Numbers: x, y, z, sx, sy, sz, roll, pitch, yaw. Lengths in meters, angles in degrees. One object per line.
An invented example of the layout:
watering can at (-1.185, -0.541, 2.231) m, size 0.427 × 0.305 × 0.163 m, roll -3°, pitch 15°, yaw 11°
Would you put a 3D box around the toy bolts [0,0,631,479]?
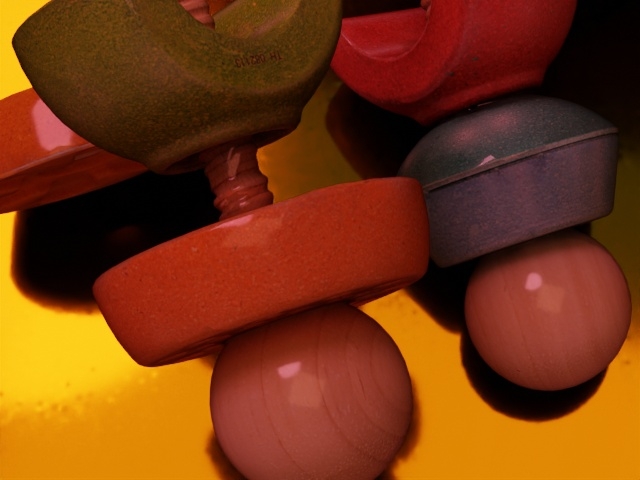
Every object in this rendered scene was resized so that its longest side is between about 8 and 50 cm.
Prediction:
toy bolts at (0.000, 0.000, 0.570) m, size 0.228 × 0.218 × 0.158 m, roll -16°, pitch 85°, yaw -36°
